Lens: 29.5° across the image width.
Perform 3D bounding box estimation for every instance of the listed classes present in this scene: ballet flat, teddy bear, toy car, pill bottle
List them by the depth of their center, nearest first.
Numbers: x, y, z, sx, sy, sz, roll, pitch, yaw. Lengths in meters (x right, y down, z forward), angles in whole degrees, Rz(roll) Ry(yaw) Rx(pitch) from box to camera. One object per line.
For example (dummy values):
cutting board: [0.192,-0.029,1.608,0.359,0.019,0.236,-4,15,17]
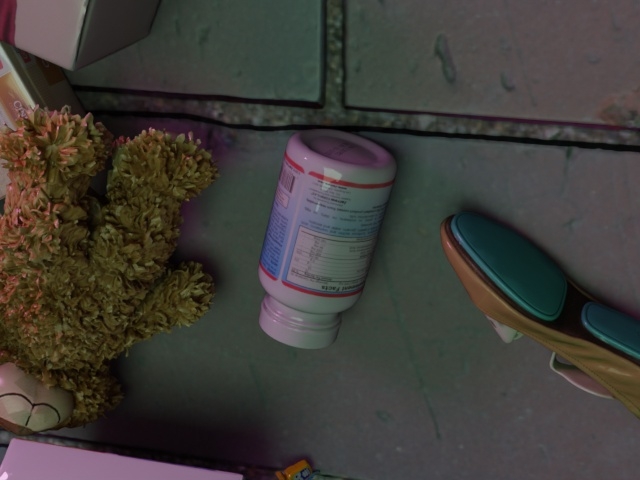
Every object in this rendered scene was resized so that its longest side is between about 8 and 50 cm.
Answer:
ballet flat: [0.179,0.067,0.934,0.232,0.080,0.073,33,129,4]
pill bottle: [0.000,0.000,0.951,0.087,0.087,0.160,19,113,8]
teddy bear: [-0.204,0.039,0.974,0.245,0.113,0.338,22,118,-42]
toy car: [0.012,0.247,1.055,0.040,0.060,0.122,-32,107,-9]

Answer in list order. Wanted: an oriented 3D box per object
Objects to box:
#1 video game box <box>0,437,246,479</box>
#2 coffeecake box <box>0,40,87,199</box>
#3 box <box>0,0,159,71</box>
video game box: [-0.147,0.236,1.043,0.205,0.048,0.187,7,148,13]
coffeecake box: [-0.299,-0.096,1.009,0.185,0.068,0.142,-24,100,22]
box: [-0.239,-0.237,0.899,0.232,0.148,0.127,24,114,6]
